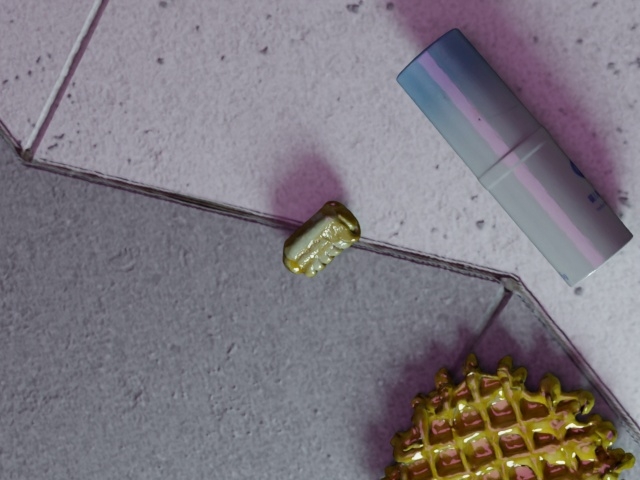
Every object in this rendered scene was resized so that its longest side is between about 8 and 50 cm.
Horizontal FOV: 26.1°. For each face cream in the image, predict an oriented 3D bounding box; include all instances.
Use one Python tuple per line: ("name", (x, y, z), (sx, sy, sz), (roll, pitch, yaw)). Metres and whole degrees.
("face cream", (0.176, -0.076, 1.261), (0.077, 0.077, 0.250), (-41, 87, 20))

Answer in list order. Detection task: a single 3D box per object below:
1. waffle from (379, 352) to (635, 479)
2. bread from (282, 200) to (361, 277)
("waffle", (0.176, 0.228, 1.336), (0.229, 0.051, 0.231), (26, 106, 15))
("bread", (0.000, 0.000, 1.358), (0.049, 0.033, 0.088), (42, 114, -8))
